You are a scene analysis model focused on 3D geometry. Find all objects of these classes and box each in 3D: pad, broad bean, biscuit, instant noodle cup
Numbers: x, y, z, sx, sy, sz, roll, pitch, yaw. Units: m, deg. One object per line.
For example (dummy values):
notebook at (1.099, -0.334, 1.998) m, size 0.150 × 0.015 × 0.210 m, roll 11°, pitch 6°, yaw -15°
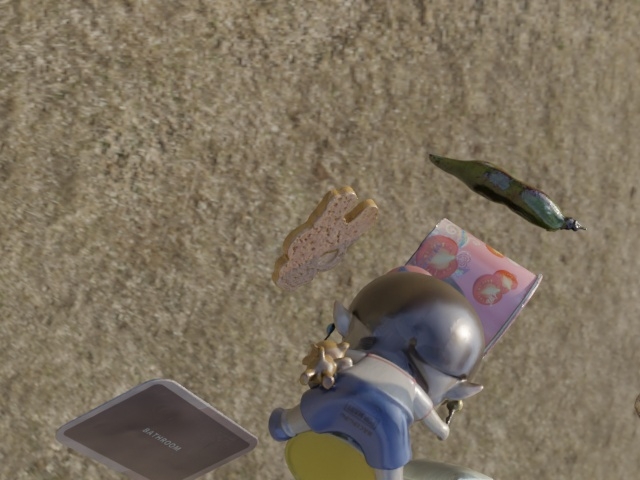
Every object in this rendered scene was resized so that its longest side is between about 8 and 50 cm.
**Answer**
pad at (-0.209, 0.265, 1.170) m, size 0.176 × 0.002 × 0.266 m, roll -28°, pitch 140°, yaw 10°
broad bean at (0.362, -0.099, 1.721) m, size 0.061 × 0.339 × 0.077 m, roll -49°, pitch 156°, yaw -19°
biscuit at (0.002, 0.002, 1.618) m, size 0.236 × 0.040 × 0.144 m, roll -45°, pitch 134°, yaw 18°
instant noodle cup at (0.286, 0.096, 1.783) m, size 0.243 × 0.231 × 0.243 m, roll -50°, pitch 171°, yaw -11°

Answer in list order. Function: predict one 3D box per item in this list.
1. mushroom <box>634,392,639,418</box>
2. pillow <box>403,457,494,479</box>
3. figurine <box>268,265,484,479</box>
mushroom at (0.796, 0.326, 1.923) m, size 0.254 × 0.195 × 0.188 m, roll 3°, pitch 88°, yaw -41°
pillow at (0.281, 0.556, 2.052) m, size 0.144 × 0.254 × 0.078 m, roll -3°, pitch 89°, yaw -34°
figurine at (0.068, 0.122, 0.844) m, size 0.275 × 0.161 × 0.158 m, roll -45°, pitch 166°, yaw -45°
